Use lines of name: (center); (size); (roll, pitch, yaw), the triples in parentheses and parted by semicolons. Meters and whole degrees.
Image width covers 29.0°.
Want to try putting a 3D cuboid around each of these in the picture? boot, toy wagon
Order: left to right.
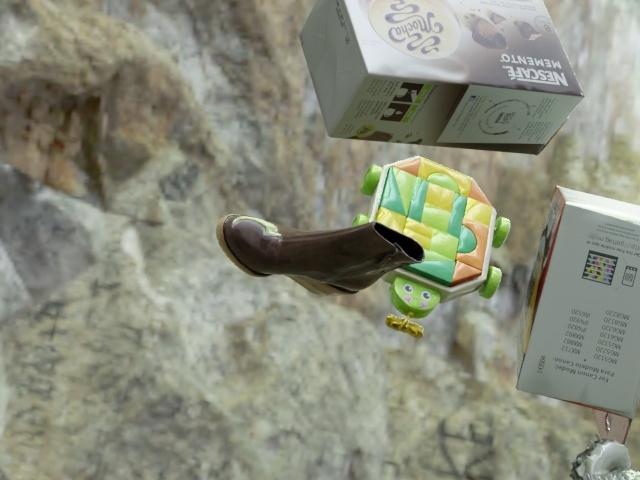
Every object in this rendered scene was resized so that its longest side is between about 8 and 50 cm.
boot: (0.000, 0.000, 1.763); (0.248, 0.207, 0.090); (28, -126, -36)
toy wagon: (0.182, 0.010, 2.092); (0.068, 0.267, 0.344); (119, 170, -49)

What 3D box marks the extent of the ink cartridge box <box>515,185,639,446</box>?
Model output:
ink cartridge box: (0.297, 0.090, 1.399); (0.309, 0.130, 0.271); (-29, -47, -80)

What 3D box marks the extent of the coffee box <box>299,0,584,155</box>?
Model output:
coffee box: (0.144, -0.208, 1.479); (0.119, 0.297, 0.168); (123, 141, -47)

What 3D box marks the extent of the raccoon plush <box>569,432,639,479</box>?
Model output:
raccoon plush: (0.158, 0.324, 1.170); (0.299, 0.447, 0.216); (-77, -11, -61)
